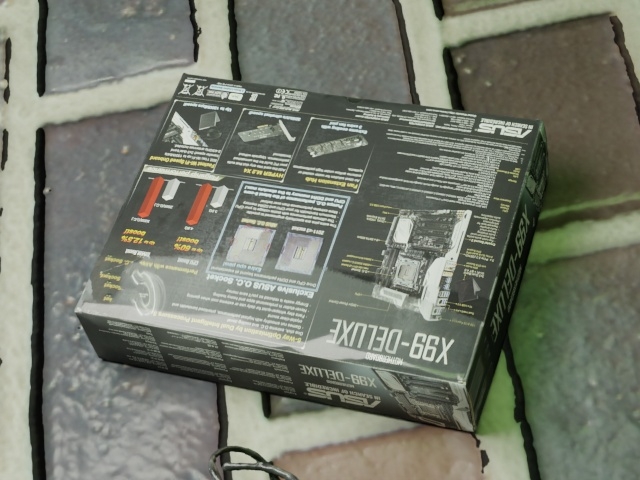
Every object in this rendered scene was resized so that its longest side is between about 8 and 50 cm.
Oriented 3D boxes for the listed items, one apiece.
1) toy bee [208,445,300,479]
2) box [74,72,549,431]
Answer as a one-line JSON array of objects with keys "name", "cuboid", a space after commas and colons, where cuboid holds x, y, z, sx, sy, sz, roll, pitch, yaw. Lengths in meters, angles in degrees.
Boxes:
[{"name": "toy bee", "cuboid": [0.064, 0.235, 0.958, 0.298, 0.162, 0.195, 22, 19, 8]}, {"name": "box", "cuboid": [0.000, 0.000, 1.174, 0.307, 0.076, 0.242, 9, 57, 17]}]
